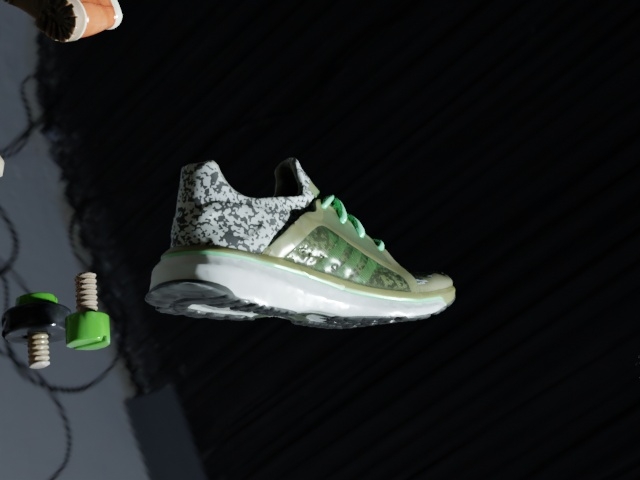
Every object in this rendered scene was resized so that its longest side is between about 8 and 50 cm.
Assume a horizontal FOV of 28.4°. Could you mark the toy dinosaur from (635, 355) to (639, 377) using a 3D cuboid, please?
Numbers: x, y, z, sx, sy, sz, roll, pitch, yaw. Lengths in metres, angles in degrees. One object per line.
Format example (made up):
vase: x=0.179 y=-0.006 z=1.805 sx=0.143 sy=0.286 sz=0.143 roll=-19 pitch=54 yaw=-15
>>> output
toy dinosaur: x=0.208 y=0.091 z=0.669 sx=0.082 sy=0.090 sz=0.047 roll=73 pitch=34 yaw=-57

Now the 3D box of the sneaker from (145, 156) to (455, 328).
sneaker: x=0.000 y=0.000 z=1.383 sx=0.410 sy=0.158 sz=0.182 roll=9 pitch=79 yaw=-43

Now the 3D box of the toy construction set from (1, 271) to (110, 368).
toy construction set: x=-0.349 y=0.164 z=0.983 sx=0.309 sy=0.257 sz=0.237 roll=6 pitch=67 yaw=-32

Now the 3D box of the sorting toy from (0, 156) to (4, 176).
sorting toy: x=-0.310 y=-0.065 z=0.868 sx=0.274 sy=0.132 sz=0.046 roll=68 pitch=18 yaw=-60

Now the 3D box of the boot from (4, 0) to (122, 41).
boot: x=-0.264 y=-0.253 z=1.234 sx=0.158 sy=0.059 sz=0.084 roll=44 pitch=35 yaw=16
